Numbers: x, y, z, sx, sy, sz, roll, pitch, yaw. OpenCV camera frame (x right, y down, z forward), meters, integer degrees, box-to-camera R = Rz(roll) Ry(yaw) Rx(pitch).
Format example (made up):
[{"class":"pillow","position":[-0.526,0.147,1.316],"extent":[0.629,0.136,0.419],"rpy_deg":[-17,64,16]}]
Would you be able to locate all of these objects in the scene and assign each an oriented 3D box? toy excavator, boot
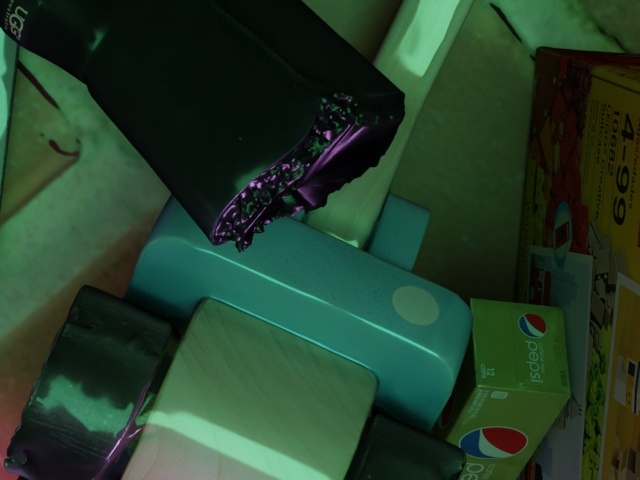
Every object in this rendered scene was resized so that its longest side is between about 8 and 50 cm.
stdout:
[{"class":"toy excavator","position":[0.000,0.000,1.140],"extent":[0.222,0.445,0.433],"rpy_deg":[23,134,-2]},{"class":"boot","position":[-0.035,-0.118,0.995],"extent":[0.207,0.094,0.246],"rpy_deg":[42,49,11]}]

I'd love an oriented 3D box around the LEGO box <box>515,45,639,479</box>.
[{"class":"LEGO box","position":[0.239,0.158,1.123],"extent":[0.193,0.372,0.500],"rpy_deg":[2,100,-9]}]

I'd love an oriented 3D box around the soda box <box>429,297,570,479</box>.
[{"class":"soda box","position":[0.095,0.109,1.193],"extent":[0.058,0.181,0.061],"rpy_deg":[6,55,-10]}]

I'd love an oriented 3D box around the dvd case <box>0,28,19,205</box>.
[{"class":"dvd case","position":[-0.304,-0.074,1.163],"extent":[0.239,0.029,0.179],"rpy_deg":[6,99,-11]}]
